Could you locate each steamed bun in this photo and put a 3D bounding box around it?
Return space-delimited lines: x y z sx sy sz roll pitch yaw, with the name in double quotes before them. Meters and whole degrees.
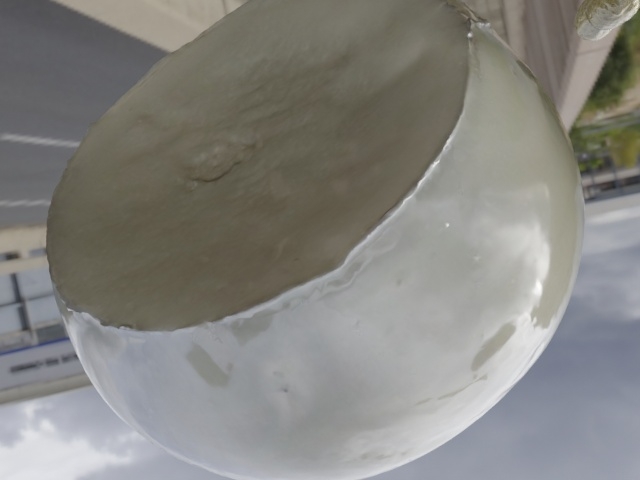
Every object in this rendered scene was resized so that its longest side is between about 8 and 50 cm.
"steamed bun" 0.000 0.000 0.603 0.324 0.324 0.206 -12 138 27

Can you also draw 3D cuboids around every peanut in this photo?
"peanut" 0.221 -0.178 0.750 0.037 0.037 0.083 -12 174 -2
